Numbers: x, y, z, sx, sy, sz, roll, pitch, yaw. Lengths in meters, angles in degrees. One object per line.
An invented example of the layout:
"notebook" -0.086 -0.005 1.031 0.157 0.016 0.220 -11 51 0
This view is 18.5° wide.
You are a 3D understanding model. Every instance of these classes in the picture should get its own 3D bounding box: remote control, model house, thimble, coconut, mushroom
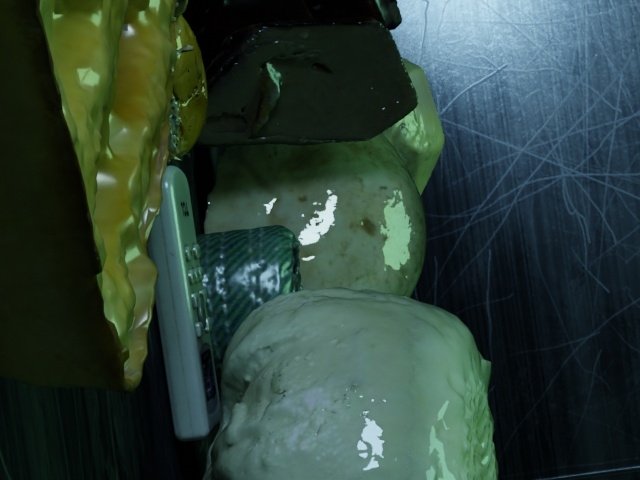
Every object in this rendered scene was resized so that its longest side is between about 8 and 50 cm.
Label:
"remote control" -0.097 0.042 1.377 0.087 0.029 0.190 -11 93 -86
"model house" -0.029 -0.166 1.632 0.164 0.203 0.141 -116 -146 -56
"thimble" -0.057 0.054 1.500 0.135 0.090 0.118 80 6 -59
"coconut" 0.021 -0.128 2.131 0.197 0.236 0.237 -30 117 -47
"mushroom" 0.000 0.000 1.730 0.195 0.188 0.254 66 24 -72

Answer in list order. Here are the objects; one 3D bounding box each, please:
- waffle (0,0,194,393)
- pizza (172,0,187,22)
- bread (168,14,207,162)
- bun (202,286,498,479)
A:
"waffle" -0.115 -0.154 0.737 0.304 0.077 0.348 -89 172 -48
"pizza" -0.131 -0.294 1.170 0.223 0.089 0.324 88 -6 -69
"bread" -0.108 -0.114 1.379 0.072 0.053 0.106 -84 171 -59
"bun" 0.014 0.205 1.335 0.360 0.210 0.360 -2 90 -82
